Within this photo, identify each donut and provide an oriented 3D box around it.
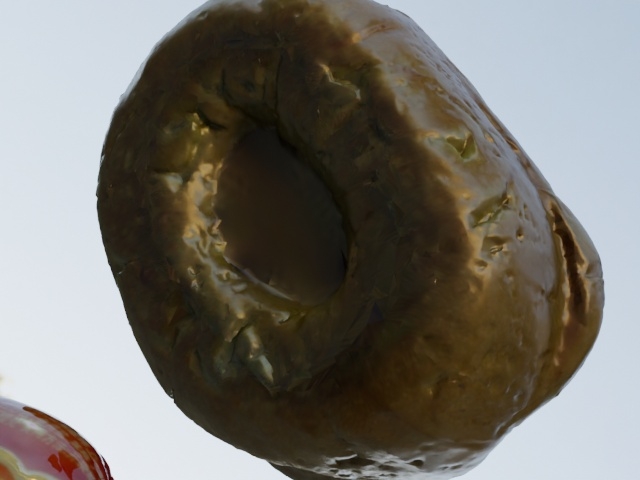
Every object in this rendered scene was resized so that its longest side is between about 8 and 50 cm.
[{"bbox_3d":[0.000,0.000,0.621,0.208,0.128,0.261,-46,-120,14],"label":"donut"}]

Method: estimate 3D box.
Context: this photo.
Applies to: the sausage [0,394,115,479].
[{"bbox_3d":[-0.166,0.064,0.403,0.264,0.083,0.083,12,-57,16],"label":"sausage"}]
